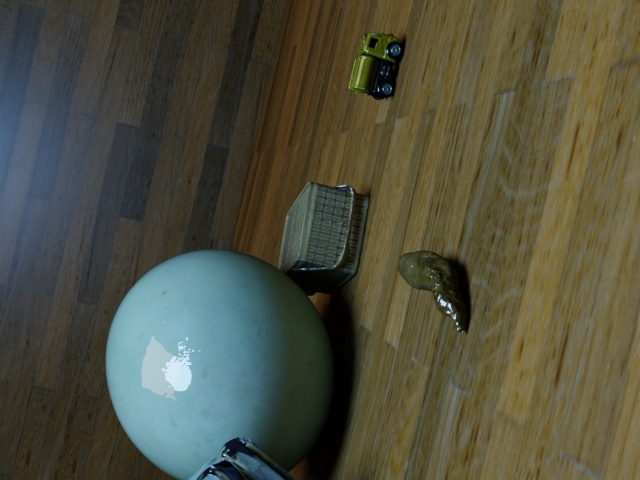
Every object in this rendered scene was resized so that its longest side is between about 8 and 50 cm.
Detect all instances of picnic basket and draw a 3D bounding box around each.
[{"bbox_3d":[0.000,0.000,1.455,0.164,0.079,0.115,130,151,-69],"label":"picnic basket"}]

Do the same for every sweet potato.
[{"bbox_3d":[0.101,0.033,0.977,0.153,0.038,0.041,-128,27,-67],"label":"sweet potato"}]

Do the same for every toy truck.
[{"bbox_3d":[0.071,-0.225,1.421,0.049,0.054,0.083,-162,86,-80],"label":"toy truck"}]

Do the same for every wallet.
[{"bbox_3d":[-0.071,0.305,1.148,0.075,0.176,0.250,-43,-5,-31],"label":"wallet"}]

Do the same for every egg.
[{"bbox_3d":[-0.124,0.152,1.373,0.389,0.276,0.276,-134,56,-64],"label":"egg"}]
